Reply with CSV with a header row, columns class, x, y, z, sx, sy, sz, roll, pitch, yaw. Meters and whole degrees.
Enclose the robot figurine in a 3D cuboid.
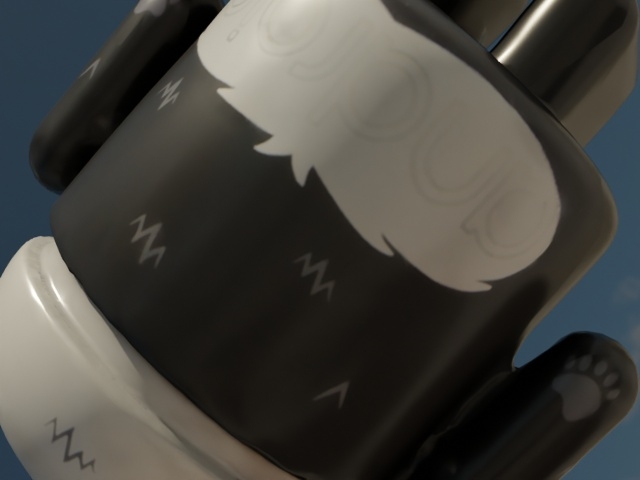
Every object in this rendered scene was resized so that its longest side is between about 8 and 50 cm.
class,x,y,z,sx,sy,sz,roll,pitch,yaw
robot figurine,-0.001,-0.001,0.425,0.278,0.209,0.173,-48,-56,5
